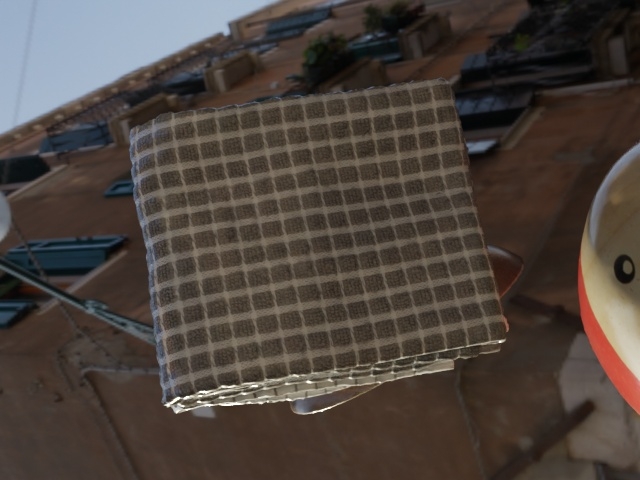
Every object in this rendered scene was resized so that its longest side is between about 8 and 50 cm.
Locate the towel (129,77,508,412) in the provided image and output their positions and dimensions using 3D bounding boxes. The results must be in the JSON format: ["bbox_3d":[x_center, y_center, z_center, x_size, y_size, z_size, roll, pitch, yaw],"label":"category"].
[{"bbox_3d":[0.000,0.000,0.681,0.121,0.284,0.235,102,157,-70],"label":"towel"}]

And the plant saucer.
[{"bbox_3d":[0.084,0.086,0.962,0.050,0.310,0.310,56,-141,-4],"label":"plant saucer"}]

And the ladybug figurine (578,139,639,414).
[{"bbox_3d":[0.336,0.027,0.747,0.449,0.162,0.305,33,-102,-60],"label":"ladybug figurine"}]
